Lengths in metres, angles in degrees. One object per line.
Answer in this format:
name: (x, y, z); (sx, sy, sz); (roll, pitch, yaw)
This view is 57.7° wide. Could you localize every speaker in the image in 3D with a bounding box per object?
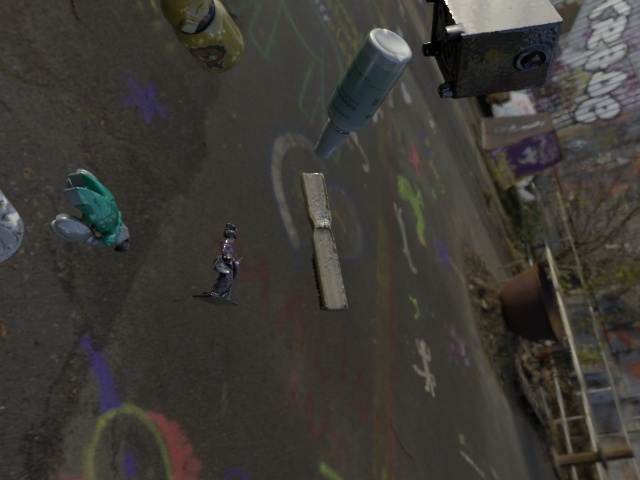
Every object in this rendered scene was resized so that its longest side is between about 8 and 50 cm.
speaker: (0.384, -0.470, 1.347); (0.184, 0.254, 0.232); (81, -1, -52)

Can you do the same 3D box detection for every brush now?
brush: (0.000, 0.000, 0.935); (0.043, 0.036, 0.247); (2, 62, -26)

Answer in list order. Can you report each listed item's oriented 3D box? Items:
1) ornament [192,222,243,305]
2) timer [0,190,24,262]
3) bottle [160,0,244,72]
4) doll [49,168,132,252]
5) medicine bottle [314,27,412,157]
ornament: (-0.222, 0.059, 1.389); (0.081, 0.088, 0.203); (37, 57, -42)
timer: (-0.686, -0.016, 1.059); (0.087, 0.237, 0.262); (48, -21, 25)
bottle: (-0.348, -0.626, 1.678); (0.351, 0.172, 0.171); (26, 48, -80)
doll: (-0.600, -0.057, 1.512); (0.195, 0.153, 0.258); (-90, 166, -65)
medicine bottle: (0.079, -0.322, 1.360); (0.110, 0.351, 0.110); (16, 49, -19)
